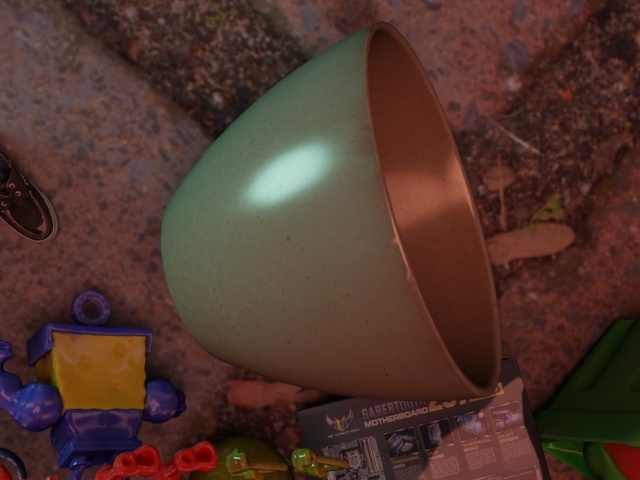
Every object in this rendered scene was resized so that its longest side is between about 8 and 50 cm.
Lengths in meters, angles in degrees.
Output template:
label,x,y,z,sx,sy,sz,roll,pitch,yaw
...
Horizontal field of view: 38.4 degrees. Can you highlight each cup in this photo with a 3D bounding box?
label,x,y,z,sx,sy,sz,roll,pitch,yaw
cup,0.000,0.000,0.830,0.237,0.331,0.331,-16,99,20

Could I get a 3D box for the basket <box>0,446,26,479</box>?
label,x,y,z,sx,sy,sz,roll,pitch,yaw
basket,-0.425,0.317,0.840,0.255,0.201,0.289,12,89,-6

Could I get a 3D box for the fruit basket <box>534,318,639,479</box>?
label,x,y,z,sx,sy,sz,roll,pitch,yaw
fruit basket,0.382,0.299,0.932,0.392,0.283,0.392,3,80,-16

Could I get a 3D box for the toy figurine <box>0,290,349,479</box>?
label,x,y,z,sx,sy,sz,roll,pitch,yaw
toy figurine,-0.173,0.138,0.856,0.362,0.191,0.217,5,58,-32

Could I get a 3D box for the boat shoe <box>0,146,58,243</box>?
label,x,y,z,sx,sy,sz,roll,pitch,yaw
boat shoe,-0.309,-0.055,0.893,0.049,0.040,0.142,-37,100,-2

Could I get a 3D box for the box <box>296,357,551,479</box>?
label,x,y,z,sx,sy,sz,roll,pitch,yaw
box,0.109,0.233,0.931,0.233,0.059,0.183,-15,81,4
